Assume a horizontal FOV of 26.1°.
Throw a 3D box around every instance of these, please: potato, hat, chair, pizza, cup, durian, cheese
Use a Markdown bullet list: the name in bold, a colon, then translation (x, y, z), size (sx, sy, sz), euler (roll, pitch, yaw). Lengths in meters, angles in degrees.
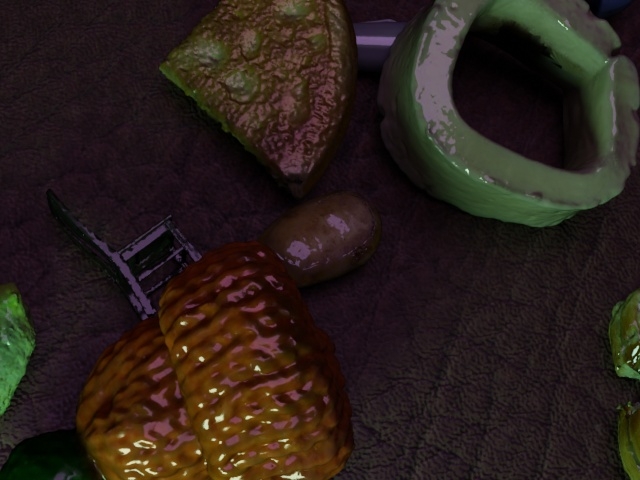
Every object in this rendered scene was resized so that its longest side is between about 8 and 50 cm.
- **potato**: translation (0.000, 0.000, 1.718), size (0.170, 0.080, 0.107), euler (-29, 66, -24)
- **hat**: translation (-0.167, 0.197, 1.553), size (0.400, 0.285, 0.285), euler (-26, 70, 8)
- **chair**: translation (-0.233, -0.002, 1.677), size (0.101, 0.084, 0.212), euler (-35, 75, -19)
- **pizza**: translation (-0.030, -0.220, 1.781), size (0.258, 0.087, 0.268), euler (-44, 73, -7)
- **cup**: translation (0.075, -0.269, 1.869), size (0.116, 0.074, 0.104), euler (2, 41, -4)
- **durian**: translation (-0.414, 0.155, 1.559), size (0.139, 0.101, 0.250), euler (31, 64, 4)
- **cheese**: translation (0.252, -0.180, 1.771), size (0.332, 0.153, 0.292), euler (30, 74, -12)

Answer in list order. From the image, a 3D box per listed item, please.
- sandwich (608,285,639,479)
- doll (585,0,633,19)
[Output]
- **sandwich**: translation (0.485, 0.190, 1.712), size (0.249, 0.095, 0.273), euler (5, 64, -8)
- **doll**: translation (0.326, -0.383, 1.922), size (0.314, 0.141, 0.177), euler (-10, 64, -11)
